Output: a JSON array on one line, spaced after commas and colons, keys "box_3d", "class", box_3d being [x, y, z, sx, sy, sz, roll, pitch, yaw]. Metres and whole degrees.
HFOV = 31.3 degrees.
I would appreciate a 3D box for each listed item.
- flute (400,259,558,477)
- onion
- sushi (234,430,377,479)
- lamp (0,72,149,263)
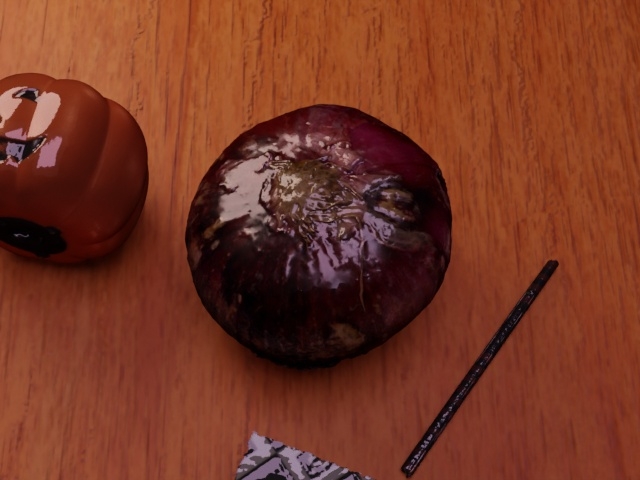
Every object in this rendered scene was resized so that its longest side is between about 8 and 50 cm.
[{"box_3d": [0.155, 0.117, 1.088, 0.014, 0.014, 0.269, 34, 66, 13], "class": "flute"}, {"box_3d": [0.000, 0.000, 1.041, 0.247, 0.190, 0.246, -9, 56, 13], "class": "onion"}, {"box_3d": [0.001, 0.307, 0.954, 0.220, 0.047, 0.231, 22, 77, -4], "class": "sushi"}, {"box_3d": [-0.249, -0.072, 1.061, 0.188, 0.187, 0.163, 10, 63, 1], "class": "lamp"}]
